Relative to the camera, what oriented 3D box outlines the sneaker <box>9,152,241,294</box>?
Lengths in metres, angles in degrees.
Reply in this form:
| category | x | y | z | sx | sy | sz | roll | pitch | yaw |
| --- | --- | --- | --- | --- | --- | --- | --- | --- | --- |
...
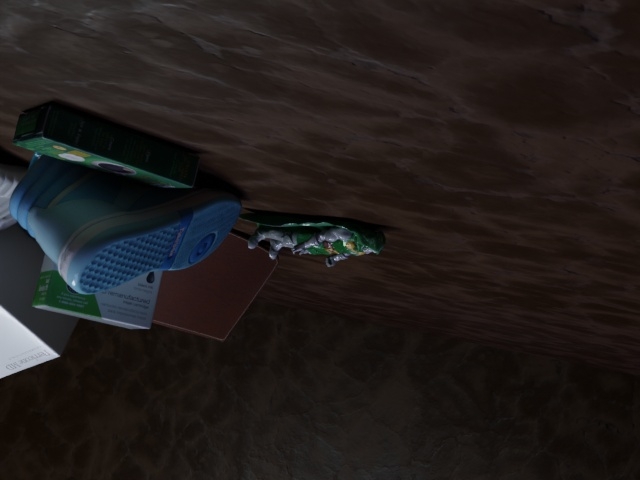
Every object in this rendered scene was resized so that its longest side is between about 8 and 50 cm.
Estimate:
| category | x | y | z | sx | sy | sz | roll | pitch | yaw |
| --- | --- | --- | --- | --- | --- | --- | --- | --- | --- |
| sneaker | -0.255 | -0.056 | 1.267 | 0.208 | 0.127 | 0.319 | 40 | -154 | 19 |

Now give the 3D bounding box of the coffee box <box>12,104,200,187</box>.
| category | x | y | z | sx | sy | sz | roll | pitch | yaw |
| --- | --- | --- | --- | --- | --- | --- | --- | --- | --- |
| coffee box | -0.242 | -0.102 | 1.114 | 0.184 | 0.041 | 0.113 | 18 | 171 | -32 |

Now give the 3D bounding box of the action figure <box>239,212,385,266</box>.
| category | x | y | z | sx | sy | sz | roll | pitch | yaw |
| --- | --- | --- | --- | --- | --- | --- | --- | --- | --- |
| action figure | 0.000 | 0.000 | 1.413 | 0.232 | 0.064 | 0.137 | 0 | 162 | 43 |

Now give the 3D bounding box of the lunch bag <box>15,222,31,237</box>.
| category | x | y | z | sx | sy | sz | roll | pitch | yaw |
| --- | --- | --- | --- | --- | --- | --- | --- | --- | --- |
| lunch bag | -0.607 | -0.069 | 1.715 | 0.218 | 0.090 | 0.176 | 14 | 171 | -4 |

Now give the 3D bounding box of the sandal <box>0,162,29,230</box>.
| category | x | y | z | sx | sy | sz | roll | pitch | yaw |
| --- | --- | --- | --- | --- | --- | --- | --- | --- | --- |
| sandal | -0.534 | -0.092 | 1.381 | 0.102 | 0.169 | 0.416 | 52 | -179 | 13 |

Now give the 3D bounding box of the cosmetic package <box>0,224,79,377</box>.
| category | x | y | z | sx | sy | sz | roll | pitch | yaw |
| --- | --- | --- | --- | --- | --- | --- | --- | --- | --- |
| cosmetic package | -0.582 | 0.048 | 1.608 | 0.196 | 0.155 | 0.365 | -22 | 123 | 33 |

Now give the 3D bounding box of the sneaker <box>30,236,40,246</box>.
| category | x | y | z | sx | sy | sz | roll | pitch | yaw |
| --- | --- | --- | --- | --- | --- | --- | --- | --- | --- |
| sneaker | -0.593 | 0.022 | 1.798 | 0.190 | 0.072 | 0.082 | -6 | -164 | -45 |

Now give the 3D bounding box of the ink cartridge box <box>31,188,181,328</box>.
| category | x | y | z | sx | sy | sz | roll | pitch | yaw |
| --- | --- | --- | --- | --- | --- | --- | --- | --- | --- |
| ink cartridge box | -0.293 | 0.006 | 1.358 | 0.153 | 0.209 | 0.087 | 15 | 168 | -25 |

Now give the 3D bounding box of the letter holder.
| category | x | y | z | sx | sy | sz | roll | pitch | yaw |
| --- | --- | --- | --- | --- | --- | --- | --- | --- | --- |
| letter holder | -0.251 | 0.028 | 1.758 | 0.301 | 0.214 | 0.152 | 22 | -161 | -48 |
